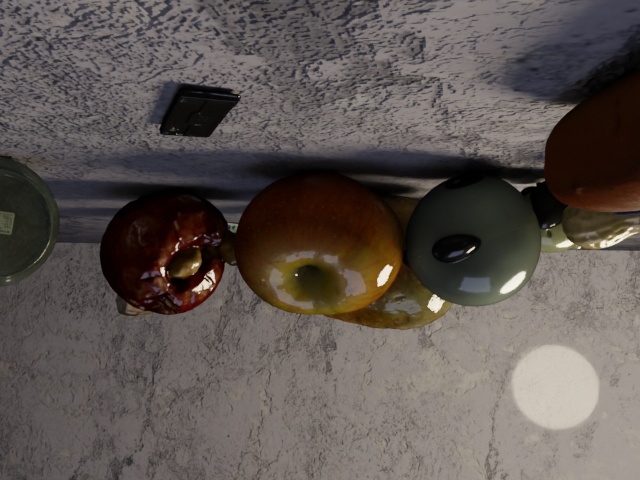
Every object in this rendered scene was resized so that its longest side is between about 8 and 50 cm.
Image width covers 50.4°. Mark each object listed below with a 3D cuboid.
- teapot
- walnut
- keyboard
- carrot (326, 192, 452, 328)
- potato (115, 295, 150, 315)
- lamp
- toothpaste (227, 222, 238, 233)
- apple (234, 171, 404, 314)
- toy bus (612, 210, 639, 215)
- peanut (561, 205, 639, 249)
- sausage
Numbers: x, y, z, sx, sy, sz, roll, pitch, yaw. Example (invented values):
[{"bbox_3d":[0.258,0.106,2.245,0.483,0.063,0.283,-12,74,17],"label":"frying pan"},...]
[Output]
[{"bbox_3d":[-0.486,-0.033,0.927,0.203,0.171,0.225,18,173,-39],"label":"teapot"},{"bbox_3d":[-0.267,0.008,1.223,0.244,0.221,0.269,-21,-155,-33],"label":"walnut"},{"bbox_3d":[-0.111,-0.112,0.611,0.053,0.010,0.155,2,176,-19],"label":"keyboard"},{"bbox_3d":[0.056,0.032,1.143,0.341,0.224,0.224,2,177,27],"label":"carrot"},{"bbox_3d":[-0.362,0.059,1.587,0.190,0.264,0.211,13,166,-26],"label":"potato"},{"bbox_3d":[0.234,-0.011,0.916,0.244,0.197,0.198,-20,-179,-12],"label":"lamp"},{"bbox_3d":[-0.282,-0.031,1.779,0.196,0.040,0.047,5,173,-41],"label":"toothpaste"},{"bbox_3d":[0.000,0.000,0.942,0.235,0.173,0.210,10,135,10],"label":"apple"},{"bbox_3d":[0.411,-0.063,0.661,0.094,0.079,0.237,3,177,-40],"label":"toy bus"},{"bbox_3d":[0.383,-0.043,0.808,0.187,0.082,0.082,-20,167,28],"label":"peanut"},{"bbox_3d":[0.239,-0.076,0.426,0.097,0.094,0.348,-12,176,-6],"label":"sausage"}]
